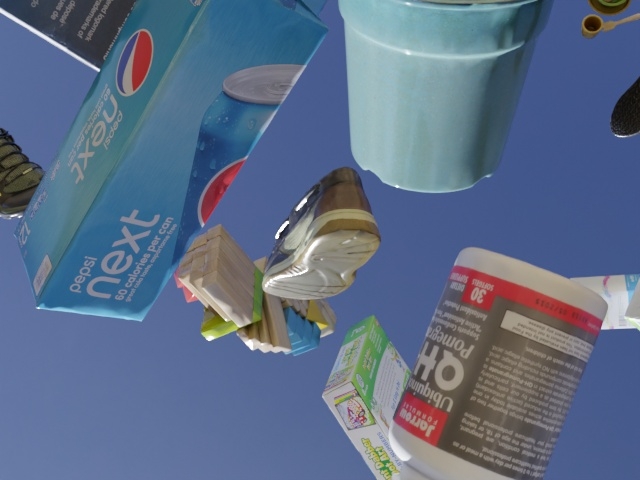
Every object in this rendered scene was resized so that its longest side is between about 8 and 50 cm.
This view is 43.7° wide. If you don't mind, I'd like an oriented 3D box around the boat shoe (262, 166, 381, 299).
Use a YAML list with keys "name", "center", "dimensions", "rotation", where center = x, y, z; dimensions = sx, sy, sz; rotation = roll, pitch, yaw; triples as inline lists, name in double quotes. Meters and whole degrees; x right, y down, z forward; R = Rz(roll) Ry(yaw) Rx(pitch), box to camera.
- name: "boat shoe"
  center: [-0.001, 0.000, 0.744]
  dimensions: [0.080, 0.223, 0.074]
  rotation: [7, -110, -14]

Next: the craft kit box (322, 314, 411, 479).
- name: "craft kit box"
  center: [0.109, 0.266, 1.207]
  dimensions: [0.061, 0.250, 0.247]
  rotation: [-28, -81, 17]

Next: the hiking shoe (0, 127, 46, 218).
- name: "hiking shoe"
  center: [-0.443, -0.104, 1.087]
  dimensions: [0.226, 0.114, 0.086]
  rotation: [13, -145, 29]

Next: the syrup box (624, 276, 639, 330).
- name: "syrup box"
  center: [0.622, 0.145, 1.327]
  dimensions: [0.093, 0.237, 0.096]
  rotation: [5, -117, 58]

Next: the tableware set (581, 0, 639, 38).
- name: "tableware set"
  center: [0.282, -0.295, 0.883]
  dimensions: [0.104, 0.024, 0.154]
  rotation: [-20, -104, 3]

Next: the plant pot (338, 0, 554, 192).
- name: "plant pot"
  center: [0.178, -0.278, 1.228]
  dimensions: [0.340, 0.334, 0.341]
  rotation: [0, -140, 0]

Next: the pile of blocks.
- name: "pile of blocks"
  center: [-0.096, 0.107, 1.124]
  dimensions: [0.112, 0.362, 0.149]
  rotation: [-24, -118, 19]

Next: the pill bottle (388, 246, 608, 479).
- name: "pill bottle"
  center: [0.181, 0.183, 0.890]
  dimensions: [0.176, 0.176, 0.319]
  rotation: [21, -93, 21]

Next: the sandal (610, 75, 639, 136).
- name: "sandal"
  center: [0.516, -0.235, 1.229]
  dimensions: [0.067, 0.040, 0.179]
  rotation: [41, -69, 36]

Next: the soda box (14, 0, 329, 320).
- name: "soda box"
  center: [-0.089, -0.056, 0.440]
  dimensions: [0.210, 0.071, 0.067]
  rotation: [-54, -133, 22]

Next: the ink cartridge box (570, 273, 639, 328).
- name: "ink cartridge box"
  center: [0.507, 0.110, 1.412]
  dimensions: [0.122, 0.089, 0.052]
  rotation: [-5, -144, 17]

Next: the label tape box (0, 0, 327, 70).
- name: "label tape box"
  center: [-0.152, -0.257, 0.644]
  dimensions: [0.106, 0.333, 0.241]
  rotation: [30, -90, 49]
